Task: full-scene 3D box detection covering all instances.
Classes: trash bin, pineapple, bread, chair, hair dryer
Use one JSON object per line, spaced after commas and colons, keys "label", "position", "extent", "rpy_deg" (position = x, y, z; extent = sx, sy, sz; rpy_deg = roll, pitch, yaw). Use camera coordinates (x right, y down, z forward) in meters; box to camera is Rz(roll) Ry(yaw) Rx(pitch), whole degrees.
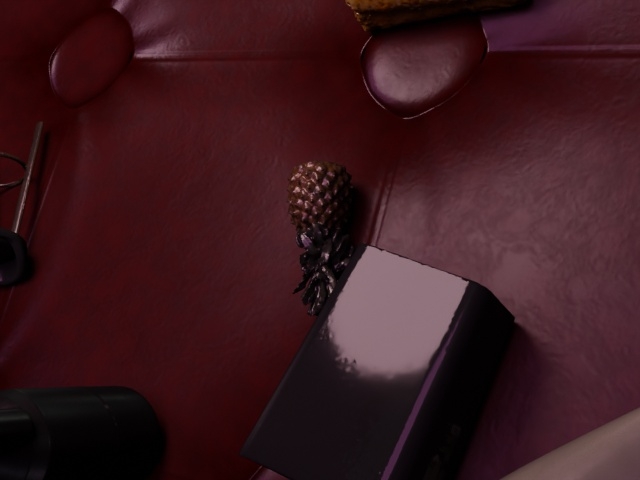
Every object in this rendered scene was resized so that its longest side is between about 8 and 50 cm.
{"label": "trash bin", "position": [0.059, 0.136, 0.941], "extent": [0.165, 0.115, 0.226], "rpy_deg": [19, 77, 36]}
{"label": "pineapple", "position": [0.000, 0.000, 1.059], "extent": [0.074, 0.074, 0.159], "rpy_deg": [-11, 73, 27]}
{"label": "bread", "position": [0.124, -0.294, 1.100], "extent": [0.210, 0.083, 0.114], "rpy_deg": [-6, 71, 30]}
{"label": "chair", "position": [-0.420, -0.057, 1.312], "extent": [0.104, 0.095, 0.222], "rpy_deg": [-25, 59, 33]}
{"label": "hair dryer", "position": [-0.250, 0.289, 0.991], "extent": [0.116, 0.244, 0.303], "rpy_deg": [-25, 74, 26]}

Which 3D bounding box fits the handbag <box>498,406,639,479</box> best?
{"label": "handbag", "position": [0.281, 0.229, 0.771], "extent": [0.315, 0.109, 0.241], "rpy_deg": [-27, 58, 14]}
